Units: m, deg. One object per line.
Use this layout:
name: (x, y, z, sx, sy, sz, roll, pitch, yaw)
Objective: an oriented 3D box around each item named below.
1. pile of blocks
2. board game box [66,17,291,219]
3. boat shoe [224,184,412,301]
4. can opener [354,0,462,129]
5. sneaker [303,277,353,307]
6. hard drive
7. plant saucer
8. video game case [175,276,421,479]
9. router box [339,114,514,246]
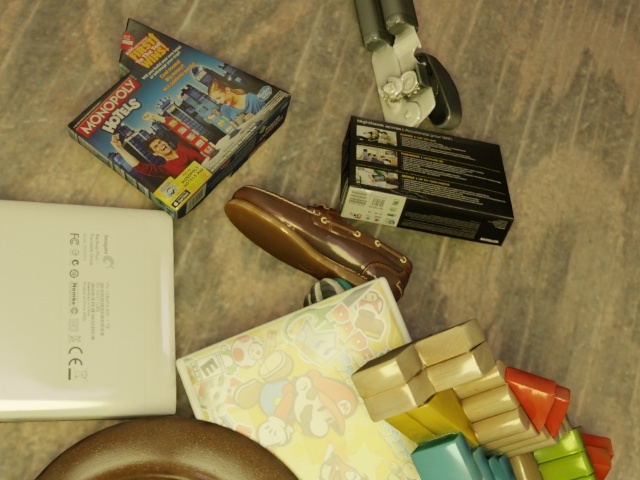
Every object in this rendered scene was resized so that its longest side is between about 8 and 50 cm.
pile of blocks: (0.177, 0.182, 0.717, 0.362, 0.112, 0.149, 36, 38, -41)
board game box: (-0.167, -0.140, 0.903, 0.194, 0.060, 0.194, 37, 63, 7)
boat shoe: (0.000, 0.000, 0.883, 0.207, 0.073, 0.073, 33, 66, -4)
can opener: (0.090, -0.253, 1.001, 0.093, 0.074, 0.280, 4, 67, -46)
sneaker: (0.079, 0.153, 0.840, 0.110, 0.107, 0.275, -30, 82, -38)
hard drive: (-0.299, 0.064, 0.788, 0.318, 0.040, 0.210, 3, 69, -21)
plant saucer: (-0.136, 0.307, 0.703, 0.310, 0.050, 0.311, -1, 83, 4)
video game case: (0.006, 0.174, 0.751, 0.206, 0.026, 0.227, -22, 82, -3)
router box: (0.113, -0.067, 0.912, 0.178, 0.046, 0.133, 11, 42, -6)
